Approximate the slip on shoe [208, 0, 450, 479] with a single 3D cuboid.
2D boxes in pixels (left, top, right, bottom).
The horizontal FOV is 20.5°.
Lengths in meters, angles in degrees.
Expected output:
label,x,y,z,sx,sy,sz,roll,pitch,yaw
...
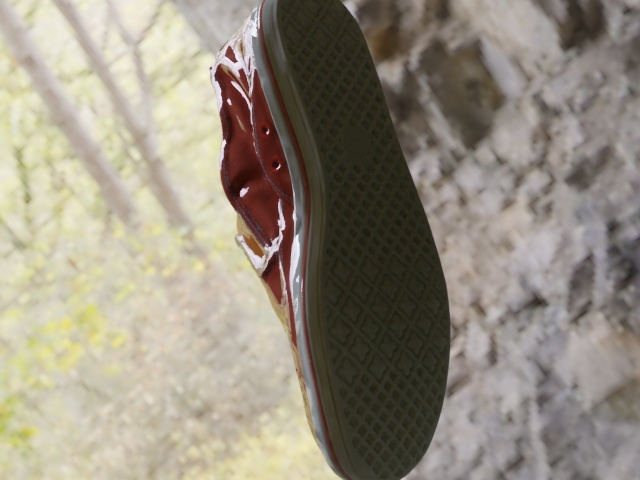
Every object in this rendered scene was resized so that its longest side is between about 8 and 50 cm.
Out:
label,x,y,z,sx,sy,sz,roll,pitch,yaw
slip on shoe,0.000,0.000,1.138,0.101,0.123,0.331,-31,66,43
